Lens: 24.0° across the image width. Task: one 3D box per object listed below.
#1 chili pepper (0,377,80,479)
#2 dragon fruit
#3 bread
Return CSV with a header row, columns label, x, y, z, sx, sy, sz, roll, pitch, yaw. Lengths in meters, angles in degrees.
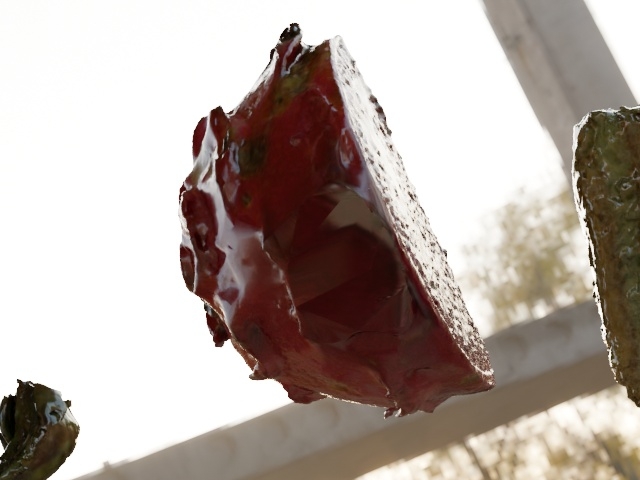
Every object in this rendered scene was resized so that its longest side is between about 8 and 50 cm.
label,x,y,z,sx,sy,sz,roll,pitch,yaw
chili pepper,-0.257,0.140,0.500,0.387,0.110,0.110,-21,-17,13
dragon fruit,0.000,0.000,0.913,0.163,0.261,0.189,-24,2,-15
bread,0.208,0.012,0.861,0.102,0.196,0.138,-8,9,18
